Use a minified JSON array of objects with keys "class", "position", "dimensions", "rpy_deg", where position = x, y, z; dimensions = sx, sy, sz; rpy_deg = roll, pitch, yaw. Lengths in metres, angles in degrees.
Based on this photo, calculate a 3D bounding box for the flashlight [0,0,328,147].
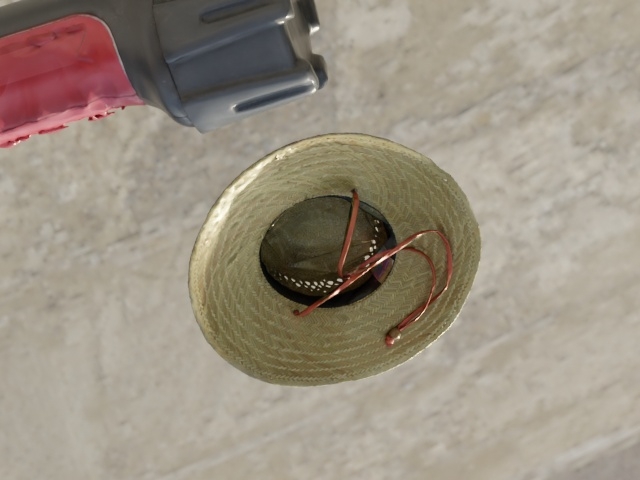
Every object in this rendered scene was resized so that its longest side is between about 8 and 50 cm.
[{"class":"flashlight","position":[-0.150,-0.056,0.648],"dimensions":[0.304,0.103,0.103],"rpy_deg":[-14,-163,11]}]

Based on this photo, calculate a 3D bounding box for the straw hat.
[{"class":"straw hat","position":[0.000,0.000,0.699],"dimensions":[0.144,0.061,0.144],"rpy_deg":[-8,120,-14]}]
